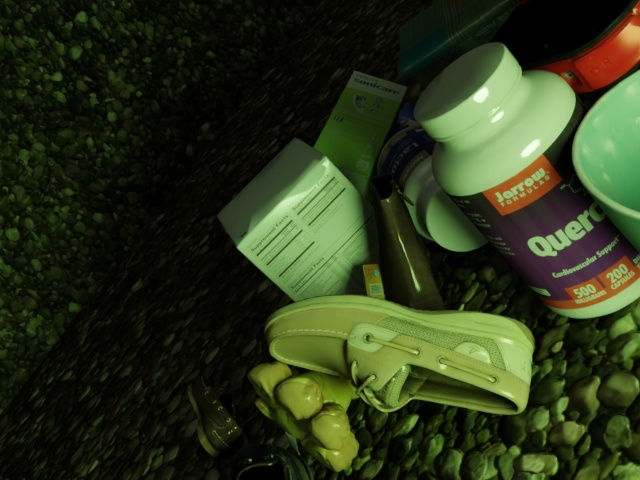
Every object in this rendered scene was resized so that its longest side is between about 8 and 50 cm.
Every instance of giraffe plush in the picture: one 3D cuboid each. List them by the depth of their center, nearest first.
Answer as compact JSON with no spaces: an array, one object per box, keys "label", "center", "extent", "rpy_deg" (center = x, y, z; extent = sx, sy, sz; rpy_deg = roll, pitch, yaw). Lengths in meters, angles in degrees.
[{"label":"giraffe plush","center":[0.018,0.208,1.142],"extent":[0.170,0.181,0.210],"rpy_deg":[-43,-15,-21]}]

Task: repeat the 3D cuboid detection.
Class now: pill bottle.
[{"label":"pill bottle","center":[0.256,-0.068,0.942],"extent":[0.181,0.323,0.181],"rpy_deg":[-37,23,19]},{"label":"pill bottle","center":[0.194,-0.087,1.307],"extent":[0.153,0.153,0.264],"rpy_deg":[-42,22,7]}]

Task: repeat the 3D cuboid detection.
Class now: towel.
[{"label":"towel","center":[0.330,-0.514,1.795],"extent":[0.370,0.040,0.271],"rpy_deg":[-31,29,27]}]

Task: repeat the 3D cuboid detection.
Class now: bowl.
[{"label":"bowl","center":[0.423,-0.059,0.790],"extent":[0.312,0.163,0.311],"rpy_deg":[-20,34,14]}]

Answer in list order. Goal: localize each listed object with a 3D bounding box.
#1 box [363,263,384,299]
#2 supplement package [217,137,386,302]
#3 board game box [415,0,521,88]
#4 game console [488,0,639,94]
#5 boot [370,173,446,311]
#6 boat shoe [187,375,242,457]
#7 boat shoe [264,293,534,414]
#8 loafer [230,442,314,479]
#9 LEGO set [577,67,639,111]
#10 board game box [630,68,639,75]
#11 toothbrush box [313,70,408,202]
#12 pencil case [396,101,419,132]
[{"label":"box","center":[0.083,0.113,1.218],"extent":[0.028,0.136,0.081],"rpy_deg":[-7,34,1]},{"label":"supplement package","center":[0.000,0.000,1.347],"extent":[0.198,0.263,0.199],"rpy_deg":[-45,23,0]},{"label":"board game box","center":[0.360,-0.539,1.916],"extent":[0.319,0.066,0.318],"rpy_deg":[-33,26,28]},{"label":"game console","center":[0.357,-0.319,1.021],"extent":[0.342,0.060,0.386],"rpy_deg":[-51,14,-6]},{"label":"boot","center":[0.114,0.034,1.153],"extent":[0.090,0.207,0.248],"rpy_deg":[-17,25,7]},{"label":"boat shoe","center":[-0.179,0.294,1.411],"extent":[0.073,0.073,0.207],"rpy_deg":[-42,29,2]},{"label":"boat shoe","center":[0.084,0.146,0.991],"extent":[0.341,0.121,0.110],"rpy_deg":[1,52,19]},{"label":"loafer","center":[-0.068,0.337,1.103],"extent":[0.109,0.095,0.302],"rpy_deg":[-48,22,-9]},{"label":"LEGO set","center":[0.430,-0.260,1.077],"extent":[0.255,0.192,0.331],"rpy_deg":[-56,31,-7]},{"label":"board game box","center":[0.528,-0.290,1.232],"extent":[0.136,0.035,0.201],"rpy_deg":[-30,27,32]},{"label":"toothbrush box","center":[0.064,-0.160,1.581],"extent":[0.206,0.122,0.283],"rpy_deg":[100,-168,-49]},{"label":"pencil case","center":[0.272,-0.247,1.475],"extent":[0.306,0.133,0.119],"rpy_deg":[-25,71,40]}]
